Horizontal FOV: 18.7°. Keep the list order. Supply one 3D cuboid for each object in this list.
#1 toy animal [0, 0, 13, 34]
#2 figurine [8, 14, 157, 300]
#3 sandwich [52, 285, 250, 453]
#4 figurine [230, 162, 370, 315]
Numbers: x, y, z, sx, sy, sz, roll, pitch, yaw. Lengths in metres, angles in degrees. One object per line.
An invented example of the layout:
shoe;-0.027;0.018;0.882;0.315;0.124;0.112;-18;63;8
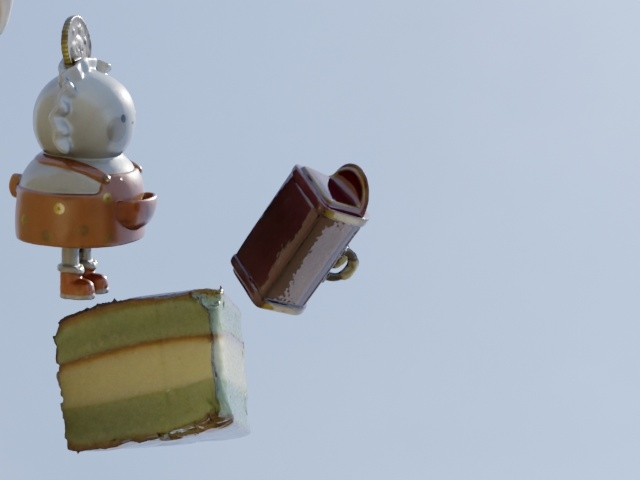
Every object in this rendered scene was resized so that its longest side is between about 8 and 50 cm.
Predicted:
toy animal;-0.327;-0.156;1.367;0.196;0.241;0.367;47;-22;0
figurine;-0.238;-0.078;1.887;0.143;0.143;0.271;-9;-82;41
sandwich;-0.134;0.136;2.069;0.227;0.198;0.155;-13;-100;37
figurine;0.000;-0.001;1.803;0.098;0.082;0.154;26;-71;-34
